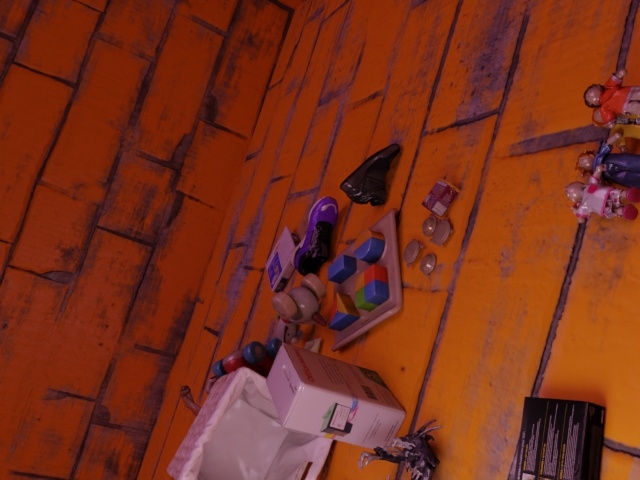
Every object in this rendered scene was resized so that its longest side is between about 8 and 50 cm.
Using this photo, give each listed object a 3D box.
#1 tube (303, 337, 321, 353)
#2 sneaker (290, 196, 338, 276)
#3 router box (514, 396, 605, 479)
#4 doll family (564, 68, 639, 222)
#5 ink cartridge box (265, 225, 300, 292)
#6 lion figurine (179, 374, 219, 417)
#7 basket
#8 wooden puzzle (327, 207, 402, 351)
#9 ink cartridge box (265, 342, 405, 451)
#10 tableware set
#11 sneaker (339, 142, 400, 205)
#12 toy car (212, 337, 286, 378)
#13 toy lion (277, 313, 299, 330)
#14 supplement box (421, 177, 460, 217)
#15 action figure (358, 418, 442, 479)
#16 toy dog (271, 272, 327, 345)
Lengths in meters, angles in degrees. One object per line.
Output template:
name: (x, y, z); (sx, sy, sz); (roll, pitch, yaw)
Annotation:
tube: (-0.048, 0.418, 1.852); (0.070, 0.062, 0.240); (3, 60, 21)
sneaker: (0.001, 0.000, 2.053); (0.294, 0.102, 0.146); (-67, 26, 18)
router box: (0.378, 0.345, 0.960); (0.133, 0.046, 0.179); (-19, 53, 62)
doll family: (0.513, -0.155, 1.036); (0.163, 0.118, 0.263); (-146, 60, -61)
ink cartridge box: (-0.146, 0.073, 2.373); (0.206, 0.045, 0.208); (-61, 25, 20)
lion figurine: (-0.287, 0.567, 1.954); (0.392, 0.142, 0.240); (-12, 100, 40)
basket: (-0.194, 0.563, 1.618); (0.266, 0.331, 0.328); (-31, 27, 59)
wooden puzzle: (0.108, 0.108, 1.725); (0.322, 0.080, 0.348); (-43, 34, 47)
ink cartridge box: (0.029, 0.369, 1.422); (0.117, 0.278, 0.201); (-65, 23, 9)
tableware set: (0.271, 0.007, 1.524); (0.169, 0.020, 0.141); (-62, 24, 14)
sneaker: (0.177, -0.192, 1.843); (0.227, 0.130, 0.087); (-45, 13, -14)
toy car: (-0.218, 0.487, 2.068); (0.219, 0.210, 0.238); (-32, 69, 35)
toy lion: (-0.111, 0.275, 2.058); (0.096, 0.100, 0.034); (-50, 25, -3)
supplement box: (0.301, -0.108, 1.508); (0.083, 0.043, 0.055); (-55, 25, 6)
action figure: (0.155, 0.490, 1.221); (0.164, 0.140, 0.276); (-175, 103, -79)
toy dog: (-0.052, 0.243, 1.841); (0.220, 0.161, 0.334); (-40, -19, -9)
